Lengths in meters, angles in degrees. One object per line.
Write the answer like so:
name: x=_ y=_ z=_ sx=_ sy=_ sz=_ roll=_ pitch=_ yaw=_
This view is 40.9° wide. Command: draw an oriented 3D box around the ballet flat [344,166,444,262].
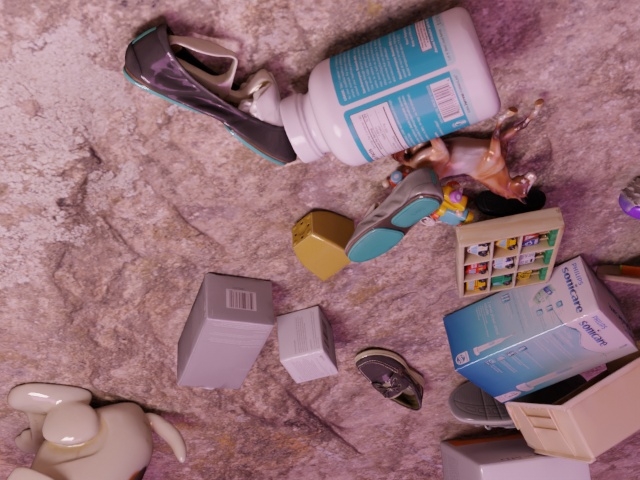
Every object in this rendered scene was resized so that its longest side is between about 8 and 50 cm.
ballet flat: x=0.109 y=-0.039 z=1.291 sx=0.072 sy=0.068 sz=0.213 roll=14 pitch=145 yaw=-30

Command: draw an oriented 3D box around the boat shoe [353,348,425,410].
boat shoe: x=0.153 y=0.294 z=1.789 sx=0.080 sy=0.073 sz=0.223 roll=-28 pitch=138 yaw=24

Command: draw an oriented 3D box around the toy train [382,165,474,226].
toy train: x=0.178 y=-0.072 z=1.348 sx=0.125 sy=0.046 sz=0.166 roll=12 pitch=163 yaw=31

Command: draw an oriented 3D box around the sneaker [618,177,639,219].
sneaker: x=0.618 y=-0.017 z=1.418 sx=0.294 sy=0.102 sz=0.146 roll=4 pitch=121 yaw=-15

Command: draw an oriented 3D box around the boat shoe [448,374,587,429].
boat shoe: x=0.436 y=0.363 z=1.900 sx=0.321 sy=0.118 sz=0.103 roll=-8 pitch=138 yaw=-12

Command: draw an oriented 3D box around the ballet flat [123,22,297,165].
ballet flat: x=-0.118 y=-0.189 z=1.111 sx=0.281 sy=0.095 sz=0.096 roll=26 pitch=119 yaw=-36

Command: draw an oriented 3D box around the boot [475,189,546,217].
boot: x=0.311 y=-0.041 z=1.417 sx=0.121 sy=0.045 sz=0.099 roll=-4 pitch=148 yaw=-2

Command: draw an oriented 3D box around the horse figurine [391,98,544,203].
horse figurine: x=0.206 y=-0.137 z=1.252 sx=0.264 sy=0.066 sz=0.174 roll=2 pitch=141 yaw=-12

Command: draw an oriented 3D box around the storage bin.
storage bin: x=0.542 y=0.311 z=1.696 sx=0.262 sy=0.123 sz=0.260 roll=-27 pitch=179 yaw=-16

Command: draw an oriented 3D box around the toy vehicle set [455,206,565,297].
toy vehicle set: x=0.314 y=0.027 z=1.453 sx=0.166 sy=0.035 sz=0.267 roll=-11 pitch=157 yaw=5

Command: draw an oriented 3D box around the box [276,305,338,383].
box: x=-0.025 y=0.196 z=1.609 sx=0.087 sy=0.101 sz=0.102 roll=-15 pitch=142 yaw=10

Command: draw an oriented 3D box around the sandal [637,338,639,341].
sandal: x=0.848 y=0.193 z=1.756 sx=0.416 sy=0.169 sz=0.102 roll=-26 pitch=179 yaw=22

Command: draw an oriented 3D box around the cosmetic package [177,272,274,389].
cosmetic package: x=-0.176 y=0.171 z=1.553 sx=0.127 sy=0.107 sz=0.238 roll=9 pitch=142 yaw=-21

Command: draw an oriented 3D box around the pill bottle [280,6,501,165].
pill bottle: x=0.086 y=-0.186 z=1.102 sx=0.264 sy=0.146 sz=0.146 roll=-19 pitch=141 yaw=14

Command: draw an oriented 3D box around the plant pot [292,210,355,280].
plant pot: x=0.000 y=0.000 z=1.383 sx=0.083 sy=0.081 sz=0.081 roll=31 pitch=128 yaw=-33

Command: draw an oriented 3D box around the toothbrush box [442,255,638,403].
toothbrush box: x=0.421 y=0.180 z=1.647 sx=0.296 sy=0.126 sz=0.216 roll=-28 pitch=139 yaw=25

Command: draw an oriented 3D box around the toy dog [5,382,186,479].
toy dog: x=-0.476 y=0.540 z=1.719 sx=0.396 sy=0.407 sz=0.284 roll=8 pitch=140 yaw=-19

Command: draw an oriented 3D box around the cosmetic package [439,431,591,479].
cosmetic package: x=0.423 y=0.539 z=1.921 sx=0.230 sy=0.161 sz=0.453 roll=-5 pitch=173 yaw=-4

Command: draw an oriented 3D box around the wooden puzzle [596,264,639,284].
wooden puzzle: x=0.642 y=0.068 z=1.507 sx=0.221 sy=0.044 sz=0.239 roll=4 pitch=-175 yaw=-15
